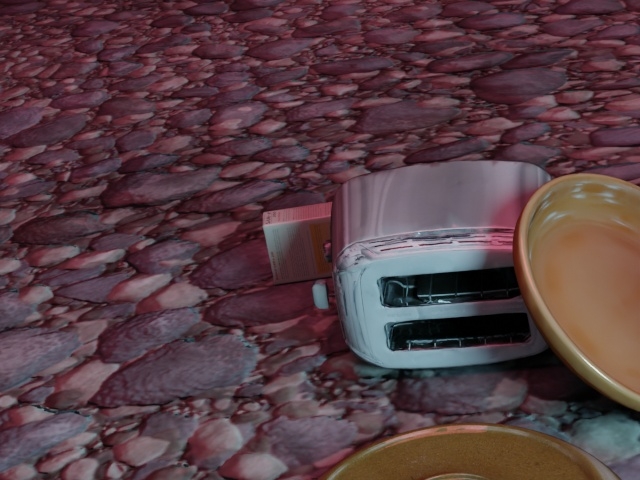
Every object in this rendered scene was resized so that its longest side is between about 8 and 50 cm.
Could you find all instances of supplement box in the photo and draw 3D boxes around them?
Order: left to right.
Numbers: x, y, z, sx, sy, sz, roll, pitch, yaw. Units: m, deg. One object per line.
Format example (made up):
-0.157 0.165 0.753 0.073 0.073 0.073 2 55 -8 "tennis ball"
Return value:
0.000 0.000 1.192 0.098 0.062 0.036 -8 25 3 "supplement box"

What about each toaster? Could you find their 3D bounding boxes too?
0.109 0.019 1.031 0.227 0.129 0.146 -4 28 9 "toaster"

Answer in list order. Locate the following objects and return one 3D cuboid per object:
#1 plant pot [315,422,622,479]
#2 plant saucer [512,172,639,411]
0.082 0.176 0.802 0.236 0.032 0.236 -9 23 4 "plant pot"
0.218 0.041 0.922 0.200 0.037 0.200 17 48 -20 "plant saucer"
